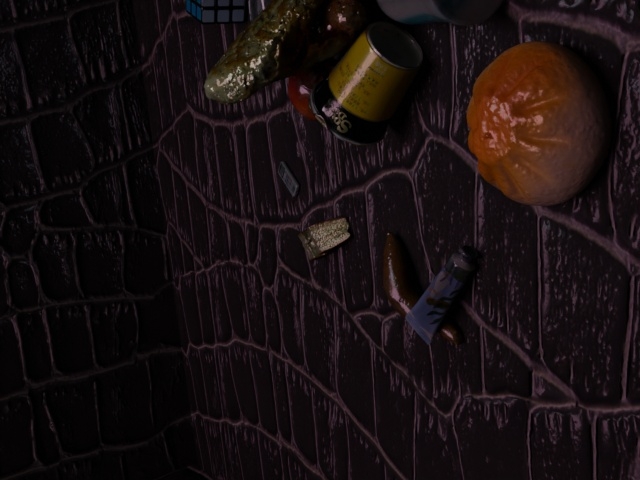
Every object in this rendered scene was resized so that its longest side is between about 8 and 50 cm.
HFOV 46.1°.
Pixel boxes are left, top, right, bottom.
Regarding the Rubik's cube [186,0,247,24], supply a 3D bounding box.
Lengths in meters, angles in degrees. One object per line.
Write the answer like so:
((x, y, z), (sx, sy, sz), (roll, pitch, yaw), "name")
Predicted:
((-0.338, -0.804, 2.451), (0.162, 0.163, 0.161), (49, 140, 50), "Rubik's cube")

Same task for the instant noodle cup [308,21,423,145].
((0.113, -0.369, 1.738), (0.236, 0.215, 0.216), (-53, 54, 46), "instant noodle cup")

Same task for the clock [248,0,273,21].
((-0.121, -0.690, 2.188), (0.312, 0.061, 0.313), (32, 128, 54), "clock")

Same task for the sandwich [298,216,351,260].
((0.000, 0.000, 2.198), (0.244, 0.088, 0.090), (-32, 76, 61), "sandwich")

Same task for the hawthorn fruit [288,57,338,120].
((-0.004, -0.399, 1.976), (0.173, 0.172, 0.173), (33, 128, 54), "hawthorn fruit")

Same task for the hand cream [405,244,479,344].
((0.278, 0.123, 1.715), (0.091, 0.058, 0.271), (47, 131, 25), "hand cream")

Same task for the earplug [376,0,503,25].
((0.209, -0.520, 1.528), (0.324, 0.185, 0.185), (-155, 58, -64), "earplug")

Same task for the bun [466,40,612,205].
((0.362, -0.201, 1.356), (0.299, 0.164, 0.299), (33, 128, 56), "bun")

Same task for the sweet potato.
((0.222, 0.137, 1.845), (0.346, 0.079, 0.108), (57, 134, 29), "sweet potato")

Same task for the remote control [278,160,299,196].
((-0.100, -0.196, 2.388), (0.124, 0.017, 0.053), (59, 146, 33), "remote control")

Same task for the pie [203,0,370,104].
((-0.085, -0.483, 1.789), (0.180, 0.418, 0.395), (56, -163, -17), "pie")
